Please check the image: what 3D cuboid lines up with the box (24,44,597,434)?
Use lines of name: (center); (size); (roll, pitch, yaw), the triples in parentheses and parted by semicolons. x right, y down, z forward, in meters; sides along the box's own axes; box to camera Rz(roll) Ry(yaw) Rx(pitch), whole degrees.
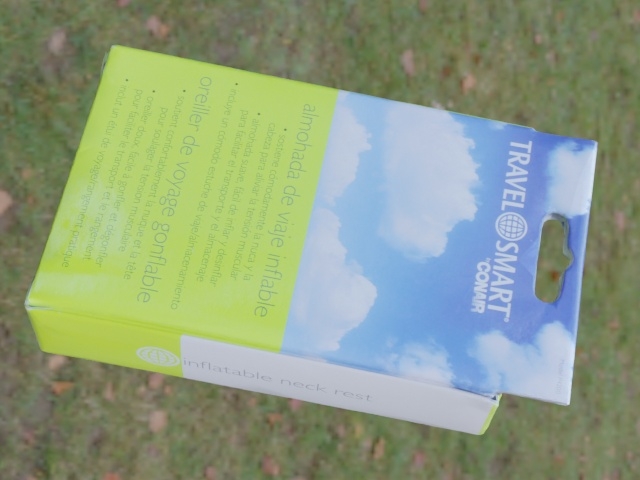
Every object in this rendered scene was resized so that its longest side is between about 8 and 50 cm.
box: (0.000, 0.000, 0.462); (0.042, 0.178, 0.109); (98, 4, -62)
